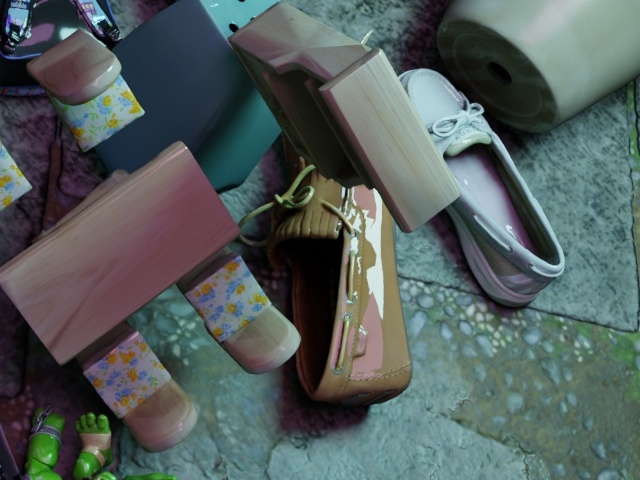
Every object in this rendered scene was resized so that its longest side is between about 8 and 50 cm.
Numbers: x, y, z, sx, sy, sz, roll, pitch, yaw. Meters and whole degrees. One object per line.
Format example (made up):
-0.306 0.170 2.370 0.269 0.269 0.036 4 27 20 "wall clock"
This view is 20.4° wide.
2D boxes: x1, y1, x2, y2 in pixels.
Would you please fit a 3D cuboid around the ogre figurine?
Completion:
-0.218 0.255 1.765 0.197 0.097 0.118 50 35 -12 "ogre figurine"

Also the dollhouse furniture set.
-0.110 -0.029 1.693 0.394 0.256 0.362 -37 119 -9 "dollhouse furniture set"

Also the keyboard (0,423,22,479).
-0.333 0.248 1.704 0.100 0.038 0.192 -22 87 11 "keyboard"

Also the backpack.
-0.316 -0.259 1.973 0.158 0.117 0.173 -7 68 -28 "backpack"

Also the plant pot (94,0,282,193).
-0.126 -0.168 1.929 0.165 0.234 0.165 -21 75 -43 "plant pot"

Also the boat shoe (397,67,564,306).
0.189 -0.078 2.130 0.118 0.103 0.320 -16 72 -32 "boat shoe"

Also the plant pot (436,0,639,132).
0.304 -0.292 2.205 0.323 0.323 0.280 42 70 0 "plant pot"

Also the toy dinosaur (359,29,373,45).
0.042 -0.164 2.149 0.092 0.053 0.183 0 71 -43 "toy dinosaur"

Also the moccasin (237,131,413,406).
-0.002 0.001 1.987 0.147 0.139 0.380 5 71 -33 "moccasin"

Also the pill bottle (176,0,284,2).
-0.124 -0.336 2.105 0.123 0.123 0.219 -6 67 -29 "pill bottle"
